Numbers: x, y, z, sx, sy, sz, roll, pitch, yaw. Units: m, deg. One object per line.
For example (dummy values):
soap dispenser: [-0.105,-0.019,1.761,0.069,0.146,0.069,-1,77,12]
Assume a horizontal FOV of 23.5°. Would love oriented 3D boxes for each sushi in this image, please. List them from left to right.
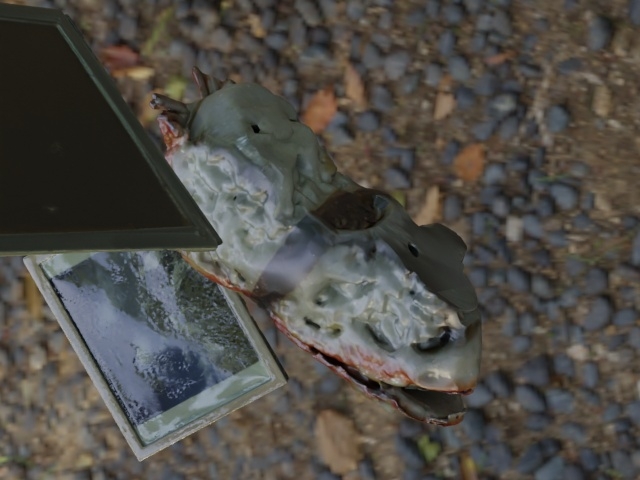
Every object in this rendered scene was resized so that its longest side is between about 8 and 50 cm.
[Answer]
sushi: [0.000,0.000,1.167,0.332,0.124,0.130,36,117,9]

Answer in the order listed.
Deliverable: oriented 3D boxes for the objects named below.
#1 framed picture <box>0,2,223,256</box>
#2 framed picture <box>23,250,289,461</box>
framed picture: [-0.185,-0.063,0.824,0.014,0.252,0.197,-48,64,27]
framed picture: [-0.191,0.092,1.794,0.209,0.019,0.281,-30,96,5]
